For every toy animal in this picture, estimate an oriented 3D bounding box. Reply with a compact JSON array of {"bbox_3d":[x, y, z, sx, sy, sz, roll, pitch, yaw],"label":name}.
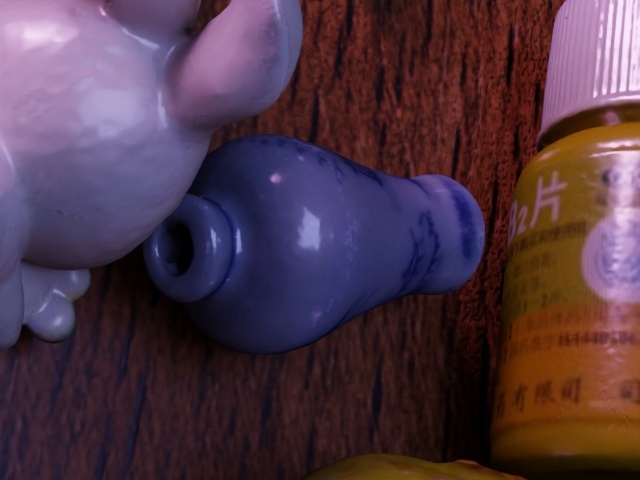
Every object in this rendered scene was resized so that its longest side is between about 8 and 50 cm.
[{"bbox_3d":[-0.171,-0.056,0.786,0.310,0.247,0.183,-25,78,-26],"label":"toy animal"}]

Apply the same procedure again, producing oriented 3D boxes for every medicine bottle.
[{"bbox_3d":[0.253,0.007,1.096,0.224,0.224,0.384,22,67,-32],"label":"medicine bottle"}]

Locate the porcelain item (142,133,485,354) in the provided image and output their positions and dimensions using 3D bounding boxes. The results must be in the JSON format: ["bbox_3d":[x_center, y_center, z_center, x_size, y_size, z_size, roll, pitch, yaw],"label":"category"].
[{"bbox_3d":[0.000,0.000,0.965,0.259,0.141,0.141,-4,81,-46],"label":"porcelain item"}]

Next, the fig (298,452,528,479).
[{"bbox_3d":[0.043,0.284,0.856,0.258,0.258,0.326,37,72,-25],"label":"fig"}]
